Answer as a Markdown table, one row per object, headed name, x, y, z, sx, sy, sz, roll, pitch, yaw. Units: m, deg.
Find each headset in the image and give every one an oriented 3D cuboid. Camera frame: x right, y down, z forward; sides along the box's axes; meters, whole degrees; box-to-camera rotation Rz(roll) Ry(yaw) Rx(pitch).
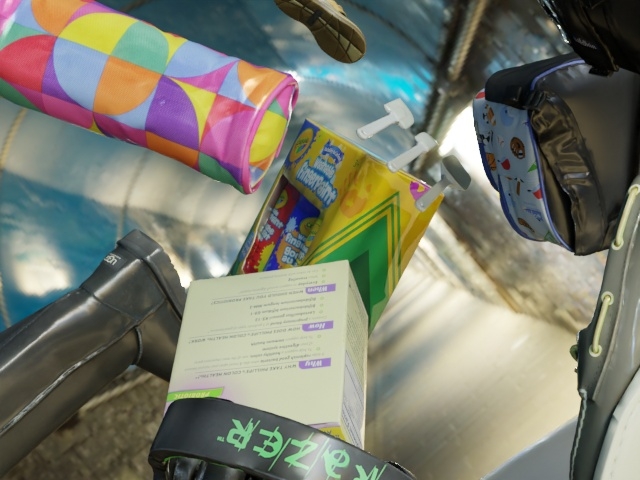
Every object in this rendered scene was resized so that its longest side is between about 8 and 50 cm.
| name | x | y | z | sx | sy | sz | roll | pitch | yaw |
| --- | --- | --- | --- | --- | --- | --- | --- | --- | --- |
| headset | -0.038 | 0.259 | 0.873 | 0.394 | 0.243 | 0.185 | 98 | -167 | -67 |

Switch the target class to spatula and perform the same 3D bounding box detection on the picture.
| name | x | y | z | sx | sy | sz | roll | pitch | yaw |
| --- | --- | --- | --- | --- | --- | --- | --- | --- | --- |
| spatula | 0.133 | -0.120 | 1.344 | 0.019 | 0.168 | 0.242 | -38 | 0 | 25 |

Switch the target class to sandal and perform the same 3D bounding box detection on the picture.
| name | x | y | z | sx | sy | sz | roll | pitch | yaw |
| --- | --- | --- | --- | --- | --- | --- | --- | --- | --- |
| sandal | 0.004 | -0.349 | 1.510 | 0.072 | 0.180 | 0.049 | -33 | 28 | 44 |

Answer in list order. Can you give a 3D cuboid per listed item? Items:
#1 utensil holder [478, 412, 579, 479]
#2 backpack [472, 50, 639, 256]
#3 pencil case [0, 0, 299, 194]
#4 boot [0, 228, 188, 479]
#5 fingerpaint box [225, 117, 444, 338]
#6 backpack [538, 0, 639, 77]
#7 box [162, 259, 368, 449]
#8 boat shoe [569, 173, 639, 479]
| name | x | y | z | sx | sy | sz | roll | pitch | yaw |
| --- | --- | --- | --- | --- | --- | --- | --- | --- | --- |
| utensil holder | 0.297 | 0.389 | 1.112 | 0.385 | 0.327 | 0.327 | -46 | -5 | 31 |
| backpack | 0.341 | -0.120 | 1.312 | 0.277 | 0.263 | 0.213 | -18 | 13 | -20 |
| pencil case | -0.135 | -0.115 | 0.711 | 0.104 | 0.236 | 0.104 | 23 | -90 | -79 |
| boot | -0.384 | 0.249 | 1.554 | 0.146 | 0.367 | 0.445 | 18 | 52 | 45 |
| fingerpaint box | 0.000 | 0.000 | 1.747 | 0.371 | 0.163 | 0.445 | -62 | 19 | 8 |
| backpack | 0.315 | -0.274 | 0.952 | 0.253 | 0.225 | 0.191 | 20 | -84 | -53 |
| box | -0.059 | 0.161 | 1.177 | 0.214 | 0.117 | 0.243 | -8 | 44 | 13 |
| boat shoe | 0.274 | 0.088 | 0.837 | 0.109 | 0.091 | 0.305 | 8 | -78 | -42 |
